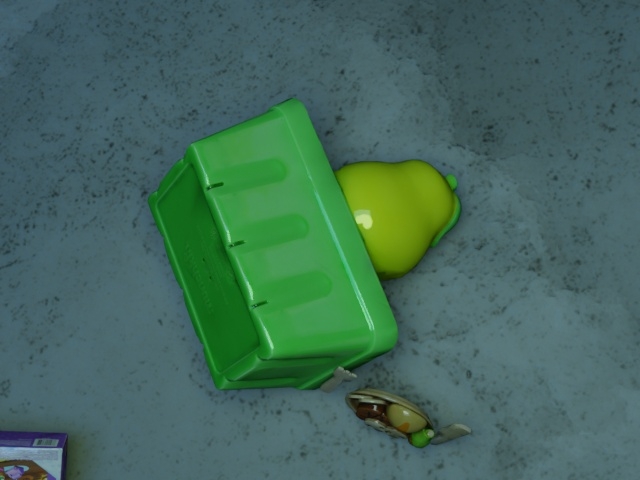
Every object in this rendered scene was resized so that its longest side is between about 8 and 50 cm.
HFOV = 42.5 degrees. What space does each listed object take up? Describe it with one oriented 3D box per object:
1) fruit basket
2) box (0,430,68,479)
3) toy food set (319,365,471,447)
[{"bbox_3d":[0.000,0.000,1.139,0.392,0.283,0.392,15,59,-27],"label":"fruit basket"},{"bbox_3d":[-0.508,0.364,1.142,0.293,0.057,0.201,5,100,-10],"label":"box"},{"bbox_3d":[0.088,0.236,1.087,0.192,0.132,0.038,26,63,-4],"label":"toy food set"}]
